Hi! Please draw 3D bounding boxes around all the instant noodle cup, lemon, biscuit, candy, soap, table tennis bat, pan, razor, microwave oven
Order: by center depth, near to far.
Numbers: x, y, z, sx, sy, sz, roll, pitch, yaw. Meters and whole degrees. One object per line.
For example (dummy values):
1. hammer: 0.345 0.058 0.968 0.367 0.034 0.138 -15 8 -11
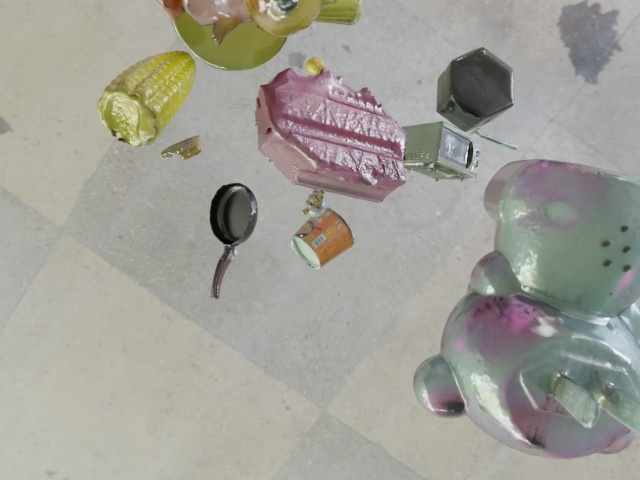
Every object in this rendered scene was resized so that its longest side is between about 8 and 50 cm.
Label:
1. candy: -0.255 -0.240 0.731 0.094 0.199 0.106 36 135 -19
2. pan: -0.161 0.001 0.834 0.114 0.040 0.212 1 80 40
3. table tennis bat: -0.101 -0.446 0.893 0.368 0.054 0.224 -6 126 -7
4. soap: 0.019 -0.208 0.933 0.324 0.127 0.221 10 70 -30
5. microwave oven: 0.340 -0.246 1.335 0.204 0.163 0.129 10 87 -40
6. lemon: -0.015 -0.615 1.652 0.092 0.065 0.065 23 103 32
7. razor: 0.645 -0.371 1.719 0.211 0.036 0.084 17 145 -21
8. biscuit: -0.545 -0.353 1.834 0.174 0.183 0.039 -24 122 -5
9. instant noodle cup: 0.000 0.000 1.927 0.182 0.230 0.230 -42 96 -24

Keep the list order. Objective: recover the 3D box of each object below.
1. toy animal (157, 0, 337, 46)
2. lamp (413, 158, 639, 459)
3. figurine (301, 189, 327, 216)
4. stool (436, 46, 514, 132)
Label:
1. toy animal: -0.106 -0.404 0.740 0.281 0.169 0.196 15 108 19
2. lamp: 0.253 0.080 0.479 0.246 0.247 0.302 15 96 -6
3. figurine: -0.012 -0.125 1.504 0.068 0.143 0.101 39 56 12
4. stool: 0.476 -0.462 1.449 0.231 0.141 0.233 2 80 -10
